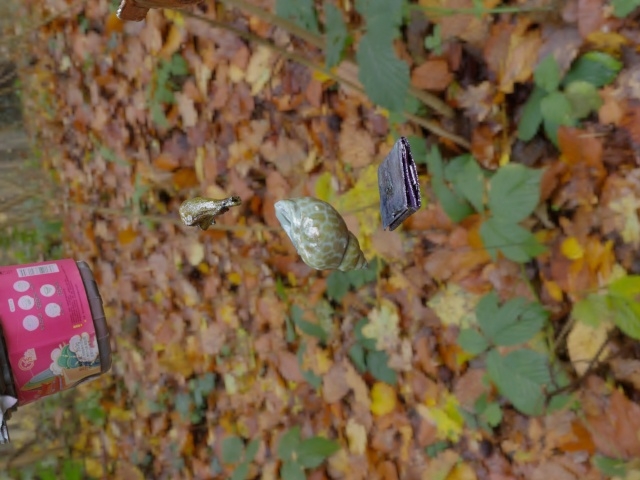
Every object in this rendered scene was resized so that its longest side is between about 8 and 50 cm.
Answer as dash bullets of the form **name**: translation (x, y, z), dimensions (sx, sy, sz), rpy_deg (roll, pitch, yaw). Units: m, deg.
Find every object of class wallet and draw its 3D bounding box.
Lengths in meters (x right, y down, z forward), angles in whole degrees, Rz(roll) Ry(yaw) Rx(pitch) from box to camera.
- **wallet**: translation (0.117, -0.082, 1.393), dimensions (0.166, 0.030, 0.111), rpy_deg (130, 137, -76)

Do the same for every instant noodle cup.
- **instant noodle cup**: translation (-0.418, 0.131, 1.374), dimensions (0.258, 0.181, 0.303), rpy_deg (147, 108, -69)

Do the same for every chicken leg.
- **chicken leg**: translation (-0.243, -0.069, 2.063), dimensions (0.178, 0.093, 0.070), rpy_deg (-17, 49, 38)

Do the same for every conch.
- **conch**: translation (-0.004, -0.014, 1.579), dimensions (0.173, 0.106, 0.116), rpy_deg (43, 148, 22)

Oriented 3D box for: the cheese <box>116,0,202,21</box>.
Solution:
- **cheese**: translation (-0.160, -0.416, 1.148), dimensions (0.329, 0.129, 0.217), rpy_deg (-56, -3, 17)
